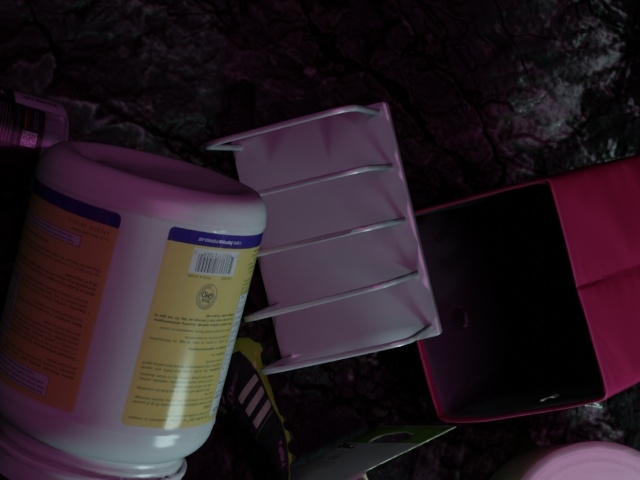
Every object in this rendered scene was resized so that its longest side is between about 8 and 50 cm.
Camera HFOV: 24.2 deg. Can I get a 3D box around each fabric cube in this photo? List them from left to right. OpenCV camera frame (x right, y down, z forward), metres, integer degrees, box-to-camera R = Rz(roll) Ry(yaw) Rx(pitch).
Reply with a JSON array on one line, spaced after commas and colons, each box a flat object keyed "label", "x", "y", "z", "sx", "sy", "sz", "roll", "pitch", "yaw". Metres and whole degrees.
[{"label": "fabric cube", "x": 0.277, "y": 0.052, "z": 1.775, "sx": 0.258, "sy": 0.254, "sz": 0.259, "roll": -14, "pitch": 90, "yaw": -46}]

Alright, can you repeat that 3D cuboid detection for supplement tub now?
[{"label": "supplement tub", "x": -0.372, "y": -0.113, "z": 1.579, "sx": 0.190, "sy": 0.117, "sz": 0.117, "roll": 15, "pitch": 78, "yaw": -25}, {"label": "supplement tub", "x": -0.205, "y": 0.084, "z": 1.535, "sx": 0.241, "sy": 0.241, "sz": 0.331, "roll": 11, "pitch": 100, "yaw": -25}]

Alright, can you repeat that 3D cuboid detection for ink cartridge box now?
[{"label": "ink cartridge box", "x": 0.026, "y": 0.301, "z": 1.689, "sx": 0.255, "sy": 0.189, "sz": 0.097, "roll": -24, "pitch": 94, "yaw": -27}]

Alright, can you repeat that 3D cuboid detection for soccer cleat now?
[{"label": "soccer cleat", "x": -0.080, "y": 0.198, "z": 1.713, "sx": 0.072, "sy": 0.060, "sz": 0.179, "roll": -14, "pitch": 70, "yaw": -15}]

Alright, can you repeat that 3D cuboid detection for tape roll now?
[{"label": "tape roll", "x": 0.312, "y": 0.365, "z": 1.797, "sx": 0.246, "sy": 0.169, "sz": 0.246, "roll": 1, "pitch": 81, "yaw": -7}]

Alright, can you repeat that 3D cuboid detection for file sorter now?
[{"label": "file sorter", "x": 0.000, "y": 0.000, "z": 1.677, "sx": 0.192, "sy": 0.173, "sz": 0.278, "roll": -13, "pitch": 91, "yaw": 14}]
